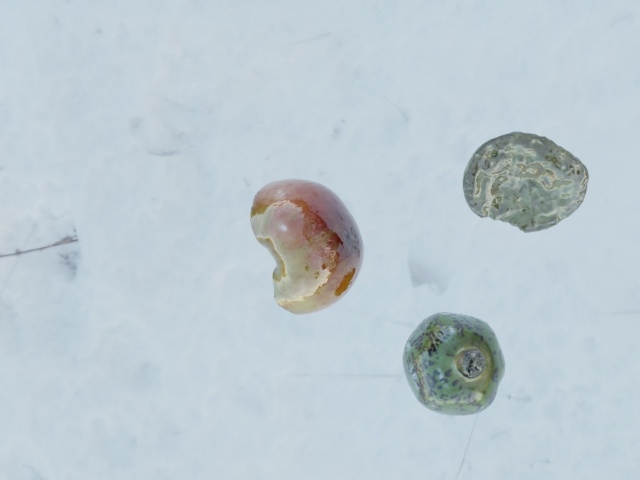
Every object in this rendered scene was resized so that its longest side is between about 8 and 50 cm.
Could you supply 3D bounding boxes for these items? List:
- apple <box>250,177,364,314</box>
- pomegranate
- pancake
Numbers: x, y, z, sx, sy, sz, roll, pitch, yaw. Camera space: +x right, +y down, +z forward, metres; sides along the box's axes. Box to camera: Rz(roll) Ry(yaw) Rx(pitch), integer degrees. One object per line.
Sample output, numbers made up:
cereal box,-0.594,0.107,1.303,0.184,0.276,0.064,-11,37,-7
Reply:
apple,0.000,0.000,1.624,0.163,0.251,0.293,-13,99,35
pomegranate,0.320,0.293,1.834,0.254,0.270,0.254,1,85,-11
pancake,0.395,-0.112,1.503,0.236,0.042,0.222,2,123,10
